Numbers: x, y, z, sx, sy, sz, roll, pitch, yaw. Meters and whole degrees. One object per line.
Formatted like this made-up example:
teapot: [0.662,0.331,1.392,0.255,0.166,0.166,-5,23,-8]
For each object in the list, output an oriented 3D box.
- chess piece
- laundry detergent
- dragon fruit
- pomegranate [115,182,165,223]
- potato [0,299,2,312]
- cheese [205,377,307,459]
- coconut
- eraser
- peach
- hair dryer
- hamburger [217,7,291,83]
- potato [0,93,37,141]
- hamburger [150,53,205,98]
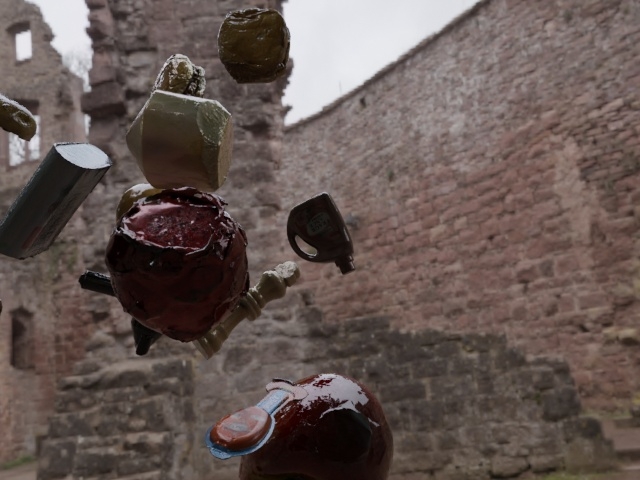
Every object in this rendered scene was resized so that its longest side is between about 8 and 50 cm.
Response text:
chess piece: [-0.222,0.194,2.132,0.397,0.117,0.117,-38,-1,-20]
laundry detergent: [0.000,0.000,1.982,0.171,0.237,0.076,-26,-12,14]
dragon fruit: [-0.289,0.052,1.453,0.296,0.301,0.295,-13,29,7]
pomegranate: [-0.464,-0.058,1.906,0.196,0.196,0.196,-6,-12,-1]
potato: [-0.683,0.107,1.296,0.198,0.119,0.054,36,-13,22]
cheese: [-0.112,0.312,1.239,0.106,0.037,0.256,13,25,26]
coconut: [-0.342,-0.234,1.674,0.244,0.239,0.239,9,-12,2]
eraser: [-0.514,-0.078,1.339,0.227,0.081,0.174,-51,2,12]
peach: [0.001,0.487,1.608,0.406,0.335,0.310,-32,-17,-44]
hair dryer: [-0.573,0.191,2.032,0.302,0.244,0.116,20,0,-33]
hamburger: [-0.126,-0.371,1.331,0.138,0.147,0.083,2,-14,8]
potato: [-1.031,-0.415,2.284,0.243,0.098,0.138,31,1,-45]
hamburger: [-0.452,-0.429,2.170,0.145,0.283,0.259,14,-52,-29]
